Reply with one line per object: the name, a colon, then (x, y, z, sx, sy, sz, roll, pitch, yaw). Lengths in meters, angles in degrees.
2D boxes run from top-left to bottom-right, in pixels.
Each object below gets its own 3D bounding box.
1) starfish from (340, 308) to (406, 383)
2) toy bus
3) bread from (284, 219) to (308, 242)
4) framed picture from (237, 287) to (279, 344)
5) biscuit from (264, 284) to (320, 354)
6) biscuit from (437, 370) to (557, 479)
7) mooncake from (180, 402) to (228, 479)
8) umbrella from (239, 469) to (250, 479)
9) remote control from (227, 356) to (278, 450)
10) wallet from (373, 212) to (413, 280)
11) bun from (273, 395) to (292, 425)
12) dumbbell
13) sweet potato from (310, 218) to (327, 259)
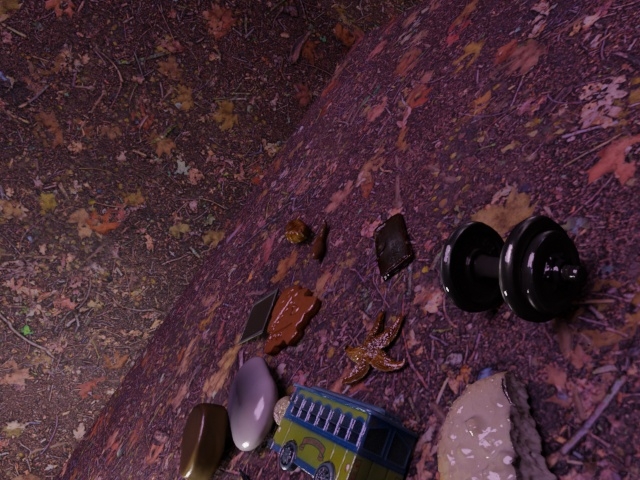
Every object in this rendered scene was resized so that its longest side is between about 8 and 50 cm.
starfish: (0.134, 0.276, 1.099, 0.240, 0.043, 0.227, 5, 63, 59)
toy bus: (0.035, 0.436, 0.934, 0.312, 0.152, 0.190, -11, 50, 56)
bread: (-0.101, -0.034, 1.883, 0.105, 0.076, 0.233, -43, 17, -4)
framed picture: (-0.250, 0.310, 1.740, 0.252, 0.014, 0.197, -36, 30, 51)
biscuit: (-0.118, 0.263, 1.563, 0.284, 0.043, 0.306, -49, 25, 12)
biscuit: (0.268, 0.361, 0.692, 0.179, 0.084, 0.281, -37, 30, 32)
mooncake: (-0.373, 0.641, 1.412, 0.235, 0.117, 0.234, -49, 28, 39)
umbrella: (-0.181, 0.678, 1.157, 0.269, 0.044, 0.044, -16, 81, 63)
remote control: (-0.216, 0.501, 1.354, 0.221, 0.103, 0.332, -60, 24, 4)
wallet: (0.214, 0.011, 1.312, 0.122, 0.031, 0.232, -40, 28, 25)
bun: (-0.089, 0.482, 1.210, 0.086, 0.055, 0.086, -17, 63, 36)
dumbbell: (0.350, 0.052, 0.817, 0.290, 0.192, 0.192, 0, 58, 61)
sweet potato: (0.000, 0.000, 1.694, 0.050, 0.050, 0.214, -34, 27, 37)
